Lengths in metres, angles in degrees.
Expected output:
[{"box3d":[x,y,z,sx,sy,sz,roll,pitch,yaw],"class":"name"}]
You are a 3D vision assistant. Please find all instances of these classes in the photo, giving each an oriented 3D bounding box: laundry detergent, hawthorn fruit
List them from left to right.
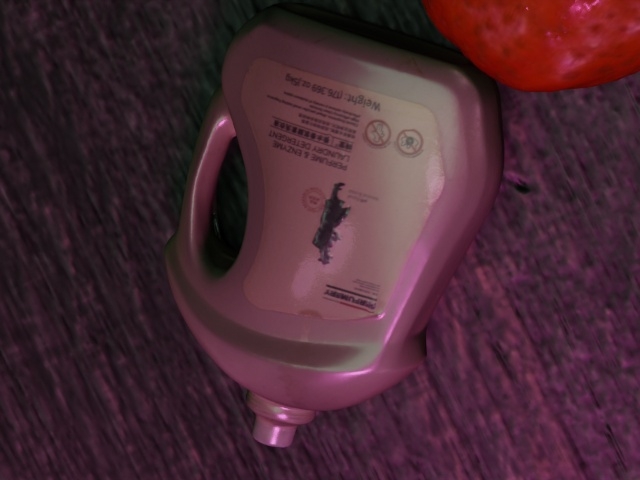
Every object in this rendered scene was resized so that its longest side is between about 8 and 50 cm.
[{"box3d":[0.000,0.000,1.091,0.181,0.091,0.253,20,105,12],"class":"laundry detergent"},{"box3d":[0.136,-0.167,0.985,0.189,0.189,0.189,3,101,14],"class":"hawthorn fruit"}]
